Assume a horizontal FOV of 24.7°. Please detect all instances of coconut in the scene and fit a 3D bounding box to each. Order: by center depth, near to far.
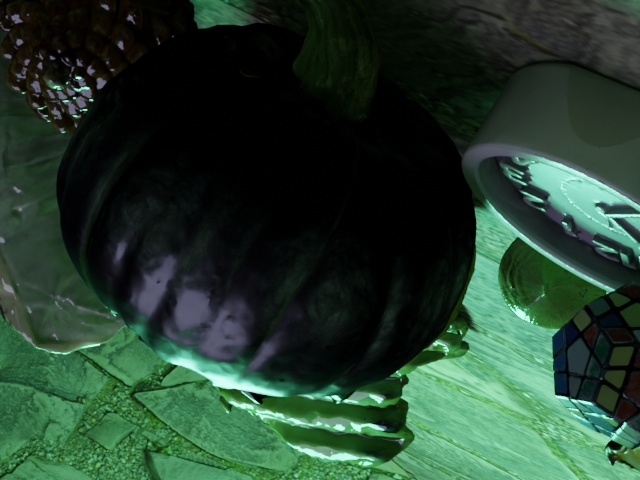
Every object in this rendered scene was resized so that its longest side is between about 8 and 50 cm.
[{"bbox_3d":[0.185,0.028,1.161,0.088,0.087,0.096,32,-163,5],"label":"coconut"}]

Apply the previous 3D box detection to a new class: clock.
[{"bbox_3d":[0.192,-0.030,0.952,0.197,0.068,0.197,31,168,7],"label":"clock"}]

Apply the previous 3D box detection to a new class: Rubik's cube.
[{"bbox_3d":[0.207,0.083,0.969,0.093,0.111,0.111,56,175,19],"label":"Rubik's cube"}]

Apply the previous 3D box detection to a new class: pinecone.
[{"bbox_3d":[-0.170,-0.160,1.173,0.174,0.173,0.173,31,168,8],"label":"pinecone"}]

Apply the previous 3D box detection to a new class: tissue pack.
[{"bbox_3d":[-0.300,-0.085,1.433,0.375,0.195,0.390,-163,55,-70],"label":"tissue pack"}]

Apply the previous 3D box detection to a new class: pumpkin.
[{"bbox_3d":[-0.016,-0.046,1.015,0.296,0.295,0.296,31,168,8],"label":"pumpkin"}]

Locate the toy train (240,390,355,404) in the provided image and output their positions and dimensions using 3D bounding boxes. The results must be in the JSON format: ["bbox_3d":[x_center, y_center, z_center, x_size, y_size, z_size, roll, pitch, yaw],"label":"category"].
[{"bbox_3d":[-0.046,0.035,1.444,0.266,0.202,0.145,40,157,-11],"label":"toy train"}]

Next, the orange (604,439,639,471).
[{"bbox_3d":[0.334,0.167,1.262,0.170,0.112,0.160,7,150,10],"label":"orange"}]

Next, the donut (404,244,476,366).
[{"bbox_3d":[0.000,0.000,1.229,0.261,0.208,0.128,27,166,6],"label":"donut"}]

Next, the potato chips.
[{"bbox_3d":[-0.029,0.082,1.716,0.389,0.097,0.373,34,135,10],"label":"potato chips"}]
